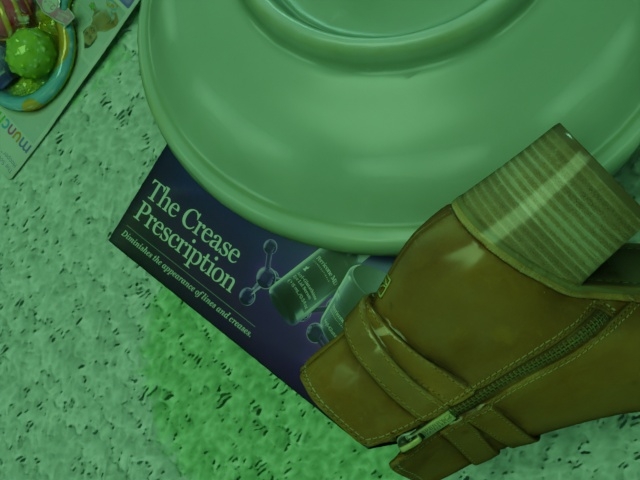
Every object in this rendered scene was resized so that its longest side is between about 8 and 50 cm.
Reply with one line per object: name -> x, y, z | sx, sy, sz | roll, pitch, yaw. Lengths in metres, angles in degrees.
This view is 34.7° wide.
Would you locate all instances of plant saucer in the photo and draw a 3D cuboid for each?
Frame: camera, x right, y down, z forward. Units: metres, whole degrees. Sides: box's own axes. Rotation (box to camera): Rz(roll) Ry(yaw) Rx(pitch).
plant saucer -> 0.054, -0.190, 0.690 | 0.400, 0.100, 0.401 | -5, 65, 10

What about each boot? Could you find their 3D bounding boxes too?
boot -> 0.148, 0.091, 0.628 | 0.220, 0.283, 0.109 | -44, 26, 14

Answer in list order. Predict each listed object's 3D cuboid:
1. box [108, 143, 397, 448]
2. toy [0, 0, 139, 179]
box -> 0.000, 0.000, 0.759 | 0.261, 0.103, 0.184 | 35, 95, 23
toy -> -0.262, -0.190, 0.914 | 0.137, 0.056, 0.237 | 45, 102, 22
